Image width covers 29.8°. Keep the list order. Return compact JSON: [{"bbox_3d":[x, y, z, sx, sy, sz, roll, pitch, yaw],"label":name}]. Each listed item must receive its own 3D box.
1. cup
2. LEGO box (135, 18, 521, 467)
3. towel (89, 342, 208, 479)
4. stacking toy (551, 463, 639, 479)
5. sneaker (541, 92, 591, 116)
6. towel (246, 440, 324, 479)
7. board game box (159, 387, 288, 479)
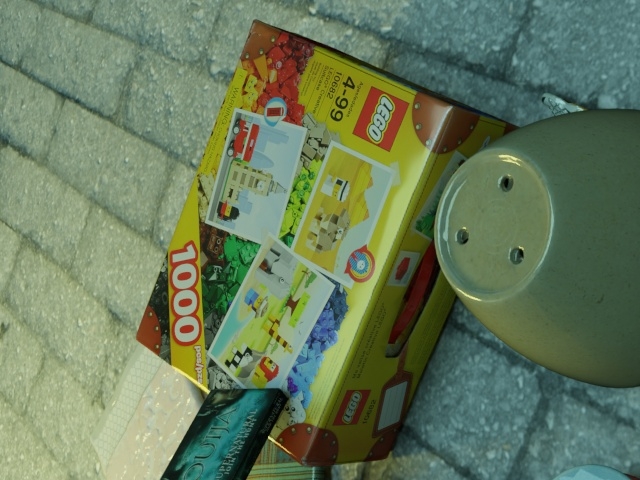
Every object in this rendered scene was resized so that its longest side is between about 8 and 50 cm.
[{"bbox_3d":[0.267,-0.002,1.353,0.331,0.237,0.331,-9,77,47],"label":"cup"},{"bbox_3d":[0.000,0.000,1.668,0.372,0.193,0.500,30,104,37],"label":"LEGO box"},{"bbox_3d":[-0.291,0.337,2.072,0.332,0.053,0.317,-60,38,25],"label":"towel"},{"bbox_3d":[0.246,0.398,1.297,0.309,0.130,0.279,-26,64,21],"label":"stacking toy"},{"bbox_3d":[0.306,-0.161,1.522,0.083,0.032,0.037,37,109,49],"label":"sneaker"},{"bbox_3d":[-0.086,0.472,1.829,0.271,0.040,0.370,-12,69,47],"label":"towel"},{"bbox_3d":[-0.131,0.268,1.534,0.126,0.026,0.186,-7,41,38],"label":"board game box"}]
